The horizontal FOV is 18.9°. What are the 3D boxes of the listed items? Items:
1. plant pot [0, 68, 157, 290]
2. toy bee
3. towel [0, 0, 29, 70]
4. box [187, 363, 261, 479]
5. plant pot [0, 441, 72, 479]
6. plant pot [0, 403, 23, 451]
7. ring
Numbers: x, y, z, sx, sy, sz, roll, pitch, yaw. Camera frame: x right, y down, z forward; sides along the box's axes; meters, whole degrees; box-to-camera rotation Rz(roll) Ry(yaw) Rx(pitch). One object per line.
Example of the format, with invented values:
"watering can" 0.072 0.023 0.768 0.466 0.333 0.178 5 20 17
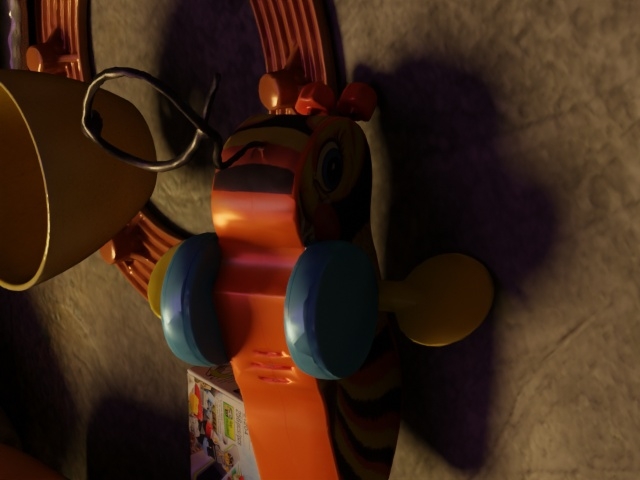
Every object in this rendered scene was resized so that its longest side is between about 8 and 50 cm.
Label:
"plant pot" -0.157 -0.045 1.168 0.134 0.095 0.134 24 121 49
"toy bee" 0.000 0.000 1.001 0.195 0.162 0.298 21 138 15
"towel" -0.290 -0.223 1.396 0.312 0.056 0.324 30 128 52
"box" -0.035 0.186 1.188 0.114 0.036 0.207 23 121 49
"plant pot" -0.233 0.263 1.299 0.203 0.291 0.291 41 134 53
"plant pot" -0.391 0.138 1.485 0.280 0.323 0.323 35 132 21
"ring" -0.100 -0.103 1.178 0.336 0.032 0.337 24 120 49
